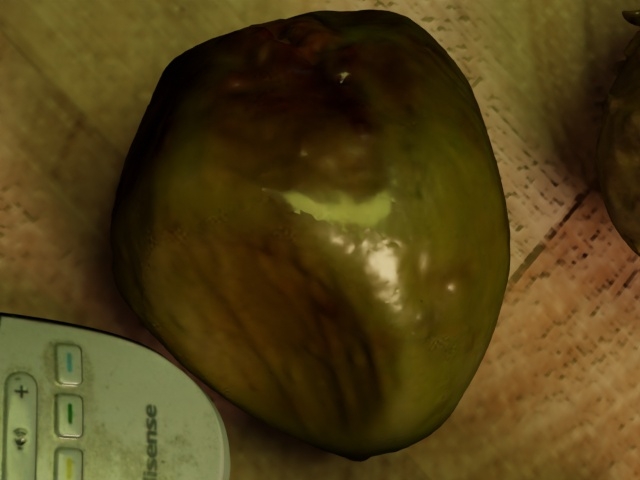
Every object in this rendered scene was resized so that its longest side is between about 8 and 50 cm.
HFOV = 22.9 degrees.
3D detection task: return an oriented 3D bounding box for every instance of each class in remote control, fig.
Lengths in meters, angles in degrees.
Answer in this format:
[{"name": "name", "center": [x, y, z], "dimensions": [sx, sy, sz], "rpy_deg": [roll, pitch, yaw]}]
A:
[{"name": "remote control", "center": [-0.152, 0.065, 0.511], "dimensions": [0.256, 0.045, 0.097], "rpy_deg": [9, 67, -23]}, {"name": "fig", "center": [0.000, 0.000, 0.574], "dimensions": [0.165, 0.144, 0.154], "rpy_deg": [68, 19, 0]}]

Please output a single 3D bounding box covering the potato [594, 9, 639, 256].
[{"name": "potato", "center": [0.238, -0.064, 0.726], "dimensions": [0.296, 0.141, 0.191], "rpy_deg": [-14, 94, -34]}]
